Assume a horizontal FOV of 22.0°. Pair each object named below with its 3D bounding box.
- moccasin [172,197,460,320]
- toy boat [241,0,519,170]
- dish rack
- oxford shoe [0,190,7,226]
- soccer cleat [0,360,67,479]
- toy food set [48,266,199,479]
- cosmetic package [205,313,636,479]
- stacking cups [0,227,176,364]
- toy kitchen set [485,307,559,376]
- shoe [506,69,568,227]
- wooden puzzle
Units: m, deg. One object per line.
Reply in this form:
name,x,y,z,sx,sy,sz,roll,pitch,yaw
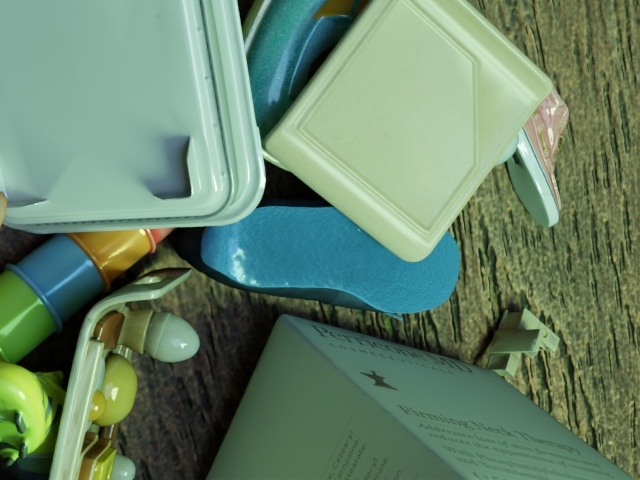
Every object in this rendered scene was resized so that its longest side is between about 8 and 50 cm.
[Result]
moccasin,0.000,0.000,1.732,0.342,0.117,0.137,14,86,-40
toy boat,0.064,-0.170,1.709,0.318,0.148,0.267,28,86,-34
dish rack,-0.210,-0.156,1.470,0.072,0.286,0.332,-49,134,-64
oxford shoe,-0.432,0.076,1.463,0.133,0.130,0.363,34,91,-25
soccer cleat,-0.279,0.158,1.534,0.093,0.289,0.121,21,65,7
toy food set,-0.186,0.180,1.588,0.092,0.220,0.306,13,96,2
cosmetic package,0.105,0.325,1.688,0.329,0.394,0.327,17,102,-35
stacking cups,-0.250,0.042,1.592,0.316,0.096,0.096,-37,119,-19
toy kitchen set,0.250,0.132,1.941,0.075,0.068,0.083,39,60,-34
shoe,0.256,-0.106,1.900,0.081,0.063,0.178,-33,114,-16
wooden puzzle,0.088,-0.127,1.645,0.221,0.044,0.238,38,91,-27
